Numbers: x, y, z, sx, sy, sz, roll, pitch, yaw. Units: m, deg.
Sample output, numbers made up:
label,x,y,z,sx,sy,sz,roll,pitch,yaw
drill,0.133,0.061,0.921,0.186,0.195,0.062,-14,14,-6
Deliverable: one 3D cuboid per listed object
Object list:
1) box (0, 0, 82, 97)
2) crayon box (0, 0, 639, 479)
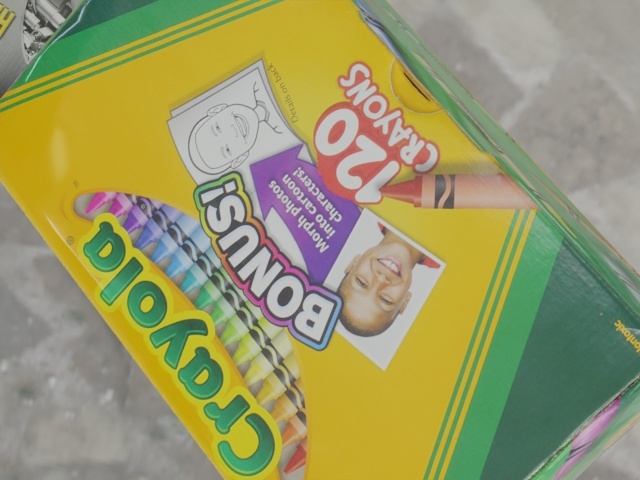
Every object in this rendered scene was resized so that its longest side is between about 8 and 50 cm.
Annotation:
label,x,y,z,sx,sy,sz,roll,pitch,yaw
box,-0.234,-0.166,1.202,0.231,0.056,0.183,36,93,21
crayon box,0.000,0.000,0.656,0.278,0.165,0.081,50,16,21
